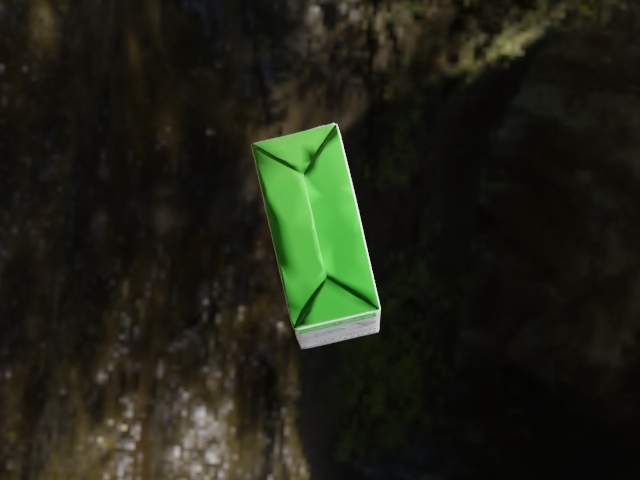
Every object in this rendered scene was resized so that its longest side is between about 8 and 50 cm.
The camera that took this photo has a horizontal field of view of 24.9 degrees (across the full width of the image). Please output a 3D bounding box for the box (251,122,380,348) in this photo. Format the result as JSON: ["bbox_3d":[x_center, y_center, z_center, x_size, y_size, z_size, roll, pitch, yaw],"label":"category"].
[{"bbox_3d":[0.000,0.000,1.998,0.231,0.127,0.262,84,-6,-80],"label":"box"}]
